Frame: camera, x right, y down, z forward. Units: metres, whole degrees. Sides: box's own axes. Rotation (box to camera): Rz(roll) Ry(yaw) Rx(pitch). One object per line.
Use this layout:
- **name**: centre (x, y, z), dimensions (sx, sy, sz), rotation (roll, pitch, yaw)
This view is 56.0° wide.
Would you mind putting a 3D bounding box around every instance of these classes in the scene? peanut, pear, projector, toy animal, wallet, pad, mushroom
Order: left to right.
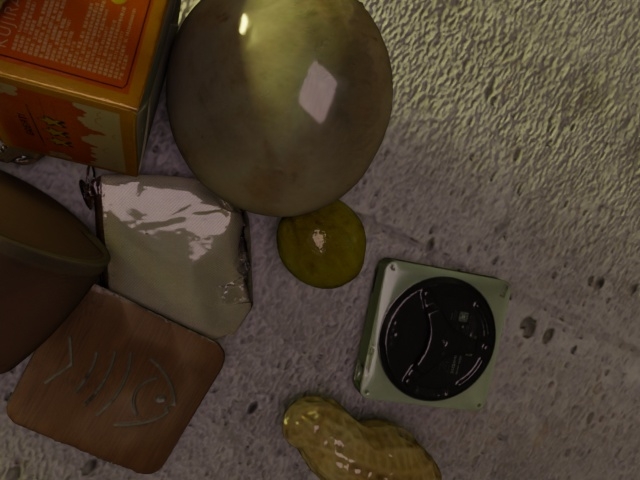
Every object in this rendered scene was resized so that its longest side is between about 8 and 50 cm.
- **toy animal**: centre (-0.439, -0.172, 0.934), dimensions (0.219, 0.069, 0.086), rotation (-25, 106, -7)
- **pad**: centre (-0.340, 0.239, 1.009), dimensions (0.284, 0.018, 0.287), rotation (29, 101, -14)
- **wallet**: centre (-0.253, 0.037, 1.007), dimensions (0.274, 0.068, 0.335), rotation (-2, 104, -8)
- **mushroom**: centre (-0.052, -0.217, 0.915), dimensions (0.362, 0.294, 0.362), rotation (4, 98, 28)
- **pear**: centre (0.000, 0.000, 1.010), dimensions (0.149, 0.149, 0.162), rotation (-39, 122, -5)
- **peanut**: centre (0.077, 0.386, 1.087), dimensions (0.325, 0.140, 0.153), rotation (33, 71, -10)
- **projector**: centre (0.211, 0.178, 1.115), dimensions (0.259, 0.079, 0.257), rotation (10, 94, -15)

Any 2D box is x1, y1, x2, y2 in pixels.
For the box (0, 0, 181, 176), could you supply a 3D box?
- **box**: centre (-0.315, -0.273, 0.812), dimensions (0.213, 0.259, 0.284), rotation (15, 74, -15)

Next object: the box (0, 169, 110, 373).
- **box**: centre (-0.479, 0.036, 0.837), dimensions (0.301, 0.301, 0.216), rotation (31, 94, -14)

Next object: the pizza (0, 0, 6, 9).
- **pizza**: centre (-0.470, -0.303, 0.644), dimensions (0.268, 0.087, 0.258), rotation (35, 80, 17)
